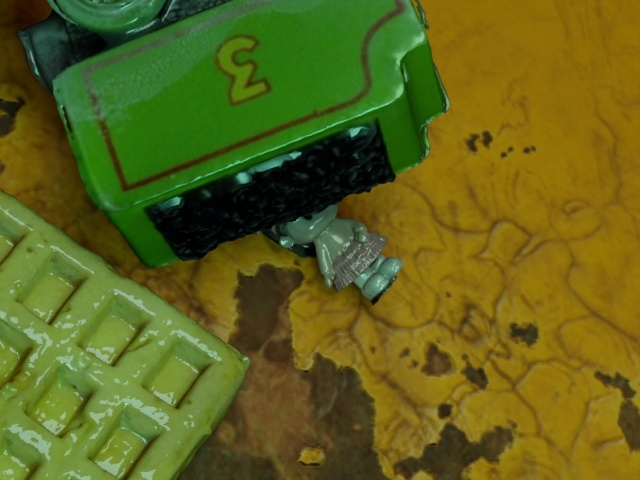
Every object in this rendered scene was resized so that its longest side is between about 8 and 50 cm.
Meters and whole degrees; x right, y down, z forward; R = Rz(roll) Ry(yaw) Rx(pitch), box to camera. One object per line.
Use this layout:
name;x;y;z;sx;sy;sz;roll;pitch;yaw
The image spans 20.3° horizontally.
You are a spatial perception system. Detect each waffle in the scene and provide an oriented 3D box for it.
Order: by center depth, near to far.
waffle;-0.201;0.099;1.234;0.248;0.055;0.221;34;55;1

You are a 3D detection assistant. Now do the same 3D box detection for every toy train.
toy train;-0.056;-0.138;1.310;0.307;0.173;0.249;-22;69;1

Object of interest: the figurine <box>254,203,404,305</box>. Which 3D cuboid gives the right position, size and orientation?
figurine;0.000;0.000;1.376;0.129;0.054;0.072;41;70;-3
